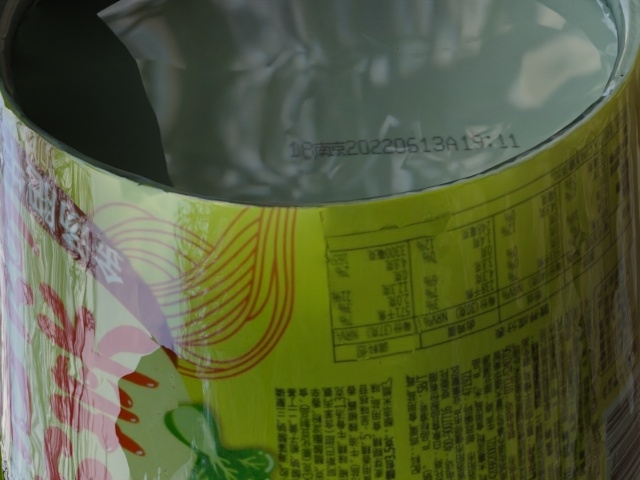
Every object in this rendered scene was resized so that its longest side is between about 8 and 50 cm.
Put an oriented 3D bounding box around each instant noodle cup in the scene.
[{"bbox_3d":[0.000,0.000,0.703,0.311,0.311,0.221,-74,-13,-50],"label":"instant noodle cup"}]
